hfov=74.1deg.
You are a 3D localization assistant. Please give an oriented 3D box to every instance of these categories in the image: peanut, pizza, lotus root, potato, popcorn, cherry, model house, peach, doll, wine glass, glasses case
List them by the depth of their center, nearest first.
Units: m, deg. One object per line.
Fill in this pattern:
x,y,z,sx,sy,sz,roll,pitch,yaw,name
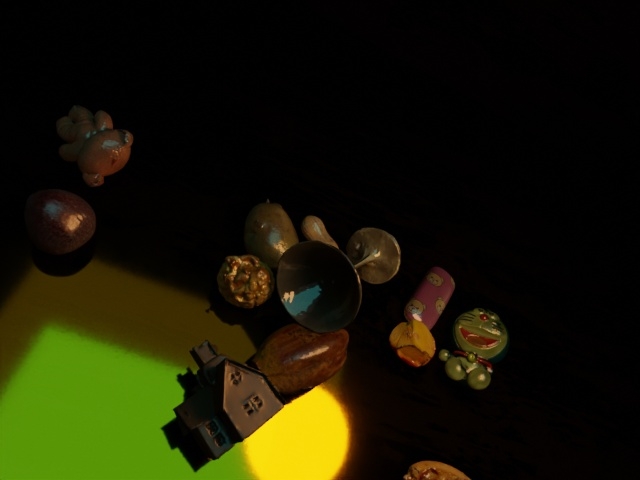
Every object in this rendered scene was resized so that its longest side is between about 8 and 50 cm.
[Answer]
-0.254,0.368,1.026,0.204,0.211,0.243,-28,79,-41,model house
-0.685,-0.054,1.124,0.139,0.176,0.176,15,44,22,cherry
0.361,0.750,1.186,0.289,0.081,0.229,32,49,-8,pizza
-0.058,0.333,1.200,0.290,0.193,0.193,-11,64,-40,lotus root
-0.221,0.116,1.260,0.180,0.180,0.170,46,16,8,popcorn
0.086,0.093,1.303,0.267,0.267,0.406,52,30,12,wine glass
-0.701,-0.304,1.329,0.201,0.156,0.303,-48,63,-2,doll
-0.164,-0.022,1.394,0.174,0.159,0.252,13,61,-54,potato
0.312,0.343,1.421,0.151,0.118,0.151,-15,41,13,peach
0.541,0.373,1.486,0.198,0.186,0.322,23,62,28,doll
0.000,0.000,1.510,0.087,0.087,0.207,-19,70,-37,peanut
0.413,0.214,1.592,0.123,0.076,0.316,44,49,4,glasses case
